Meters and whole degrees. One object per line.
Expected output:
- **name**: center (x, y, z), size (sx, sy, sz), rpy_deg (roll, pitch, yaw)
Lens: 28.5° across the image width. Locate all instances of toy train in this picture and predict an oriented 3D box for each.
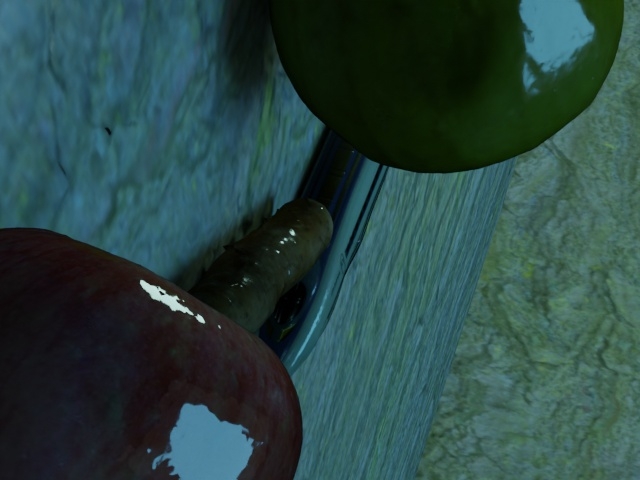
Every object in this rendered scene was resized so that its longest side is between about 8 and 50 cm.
- **toy train**: center (0.000, 0.001, 0.958), size (0.048, 0.055, 0.251), rpy_deg (85, 23, -59)

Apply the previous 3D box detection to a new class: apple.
- **apple**: center (-0.088, 0.065, 0.440), size (0.120, 0.153, 0.153), rpy_deg (-60, 165, -9)

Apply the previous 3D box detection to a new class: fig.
- **fig**: center (0.059, -0.146, 0.730), size (0.230, 0.207, 0.207), rpy_deg (24, 81, -48)

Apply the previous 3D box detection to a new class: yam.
- **yam**: center (-0.046, 0.024, 0.797), size (0.241, 0.057, 0.056), rpy_deg (-47, 151, -63)
